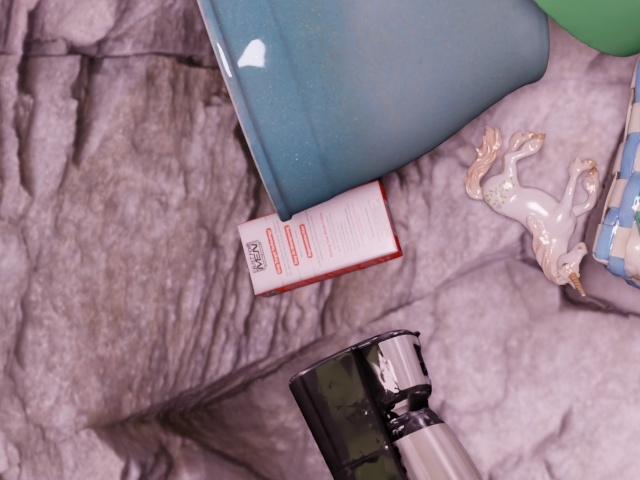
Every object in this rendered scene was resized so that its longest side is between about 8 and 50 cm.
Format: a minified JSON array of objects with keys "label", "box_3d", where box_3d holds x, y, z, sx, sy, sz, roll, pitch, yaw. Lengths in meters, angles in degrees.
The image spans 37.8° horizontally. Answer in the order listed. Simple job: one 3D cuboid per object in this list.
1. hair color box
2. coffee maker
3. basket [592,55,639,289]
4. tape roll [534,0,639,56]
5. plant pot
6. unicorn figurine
[{"label":"hair color box","box_3d":[0.000,0.000,0.881,0.141,0.043,0.072,-16,80,9]},{"label":"coffee maker","box_3d":[0.041,0.186,0.796,0.171,0.120,0.178,-19,66,-16]},{"label":"basket","box_3d":[0.371,-0.027,0.709,0.288,0.201,0.255,11,85,30]},{"label":"tape roll","box_3d":[0.208,-0.305,0.734,0.077,0.321,0.321,-27,76,43]},{"label":"plant pot","box_3d":[0.043,-0.184,0.789,0.255,0.271,0.272,-19,80,2]},{"label":"unicorn figurine","box_3d":[0.201,-0.031,0.838,0.162,0.060,0.111,32,92,30]}]
